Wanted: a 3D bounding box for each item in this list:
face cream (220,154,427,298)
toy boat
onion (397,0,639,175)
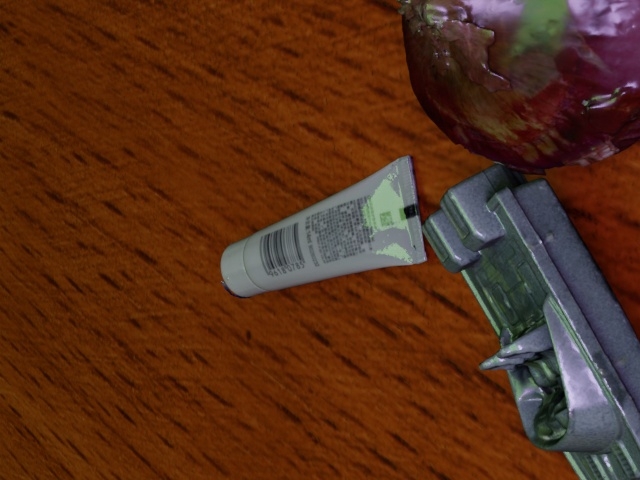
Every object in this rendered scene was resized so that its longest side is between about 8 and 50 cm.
[{"bbox_3d":[0.000,0.000,1.057,0.243,0.058,0.092,-19,76,45],"label":"face cream"},{"bbox_3d":[0.177,0.102,0.808,0.319,0.092,0.141,62,166,11],"label":"toy boat"},{"bbox_3d":[0.132,-0.151,0.777,0.230,0.163,0.230,9,103,42],"label":"onion"}]
